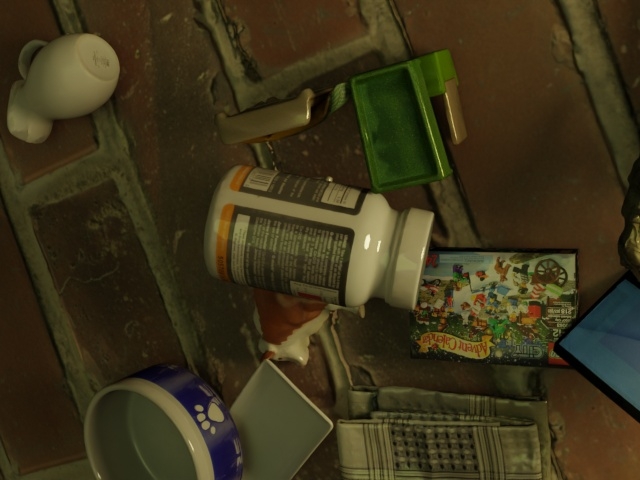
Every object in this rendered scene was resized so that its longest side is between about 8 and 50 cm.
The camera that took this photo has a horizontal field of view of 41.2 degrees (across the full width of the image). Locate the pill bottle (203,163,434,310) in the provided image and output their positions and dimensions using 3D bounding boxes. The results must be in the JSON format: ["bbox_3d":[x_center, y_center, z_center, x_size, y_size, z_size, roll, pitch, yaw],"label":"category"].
[{"bbox_3d":[0.000,0.000,1.119,0.279,0.162,0.162,12,103,9],"label":"pill bottle"}]

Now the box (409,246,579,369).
[{"bbox_3d":[0.239,0.090,1.183,0.233,0.044,0.159,0,98,24],"label":"box"}]

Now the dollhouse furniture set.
[{"bbox_3d":[0.033,-0.144,1.164,0.302,0.197,0.151,-11,102,25],"label":"dollhouse furniture set"}]

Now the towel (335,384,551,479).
[{"bbox_3d":[0.179,0.372,1.246,0.312,0.056,0.324,-1,97,24],"label":"towel"}]

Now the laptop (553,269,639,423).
[{"bbox_3d":[0.432,0.080,0.997,0.234,0.137,0.264,43,139,39],"label":"laptop"}]

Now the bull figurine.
[{"bbox_3d":[-0.031,0.045,1.267,0.189,0.101,0.310,-9,100,18],"label":"bull figurine"}]

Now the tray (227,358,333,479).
[{"bbox_3d":[-0.081,0.304,1.330,0.145,0.030,0.270,43,130,13],"label":"tray"}]

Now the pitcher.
[{"bbox_3d":[-0.429,-0.276,1.393,0.207,0.125,0.177,-23,73,36],"label":"pitcher"}]

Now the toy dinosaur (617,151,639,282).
[{"bbox_3d":[0.402,-0.082,0.987,0.064,0.118,0.268,10,89,-21],"label":"toy dinosaur"}]

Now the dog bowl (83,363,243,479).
[{"bbox_3d":[-0.256,0.338,1.376,0.265,0.104,0.264,12,110,33],"label":"dog bowl"}]
